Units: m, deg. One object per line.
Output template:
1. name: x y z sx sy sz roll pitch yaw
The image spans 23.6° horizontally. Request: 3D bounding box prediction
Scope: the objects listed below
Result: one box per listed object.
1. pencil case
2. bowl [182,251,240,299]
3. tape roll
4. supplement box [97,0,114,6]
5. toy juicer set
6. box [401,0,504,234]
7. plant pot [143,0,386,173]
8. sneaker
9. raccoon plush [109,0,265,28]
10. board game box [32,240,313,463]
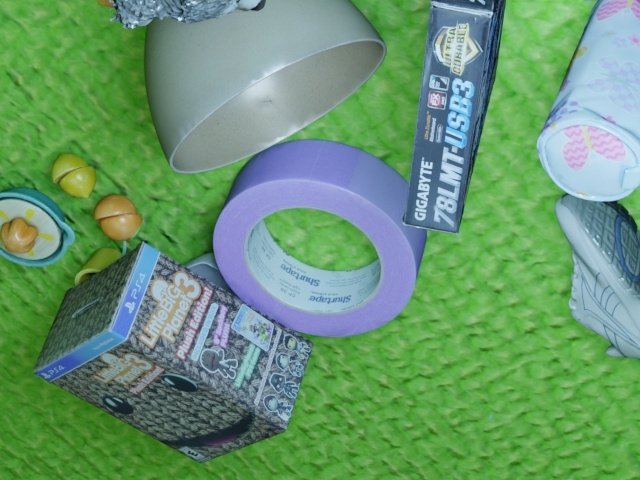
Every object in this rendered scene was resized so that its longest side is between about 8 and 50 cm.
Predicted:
1. pencil case: 0.326 -0.164 1.677 0.124 0.273 0.113 28 139 1
2. bowl: -0.153 0.080 2.183 0.142 0.053 0.142 -30 116 35
3. tape roll: 0.000 0.000 2.042 0.274 0.090 0.275 9 132 10
4. supplement box: -0.224 -0.382 1.780 0.078 0.080 0.233 9 135 12
5. toy juicer set: -0.402 -0.044 2.125 0.329 0.089 0.209 26 133 -6
6. box: 0.156 -0.209 1.668 0.073 0.293 0.295 11 133 8
7. plant pot: -0.091 -0.231 1.775 0.284 0.284 0.191 -37 77 38
8. sneaker: 0.367 0.059 1.974 0.129 0.111 0.297 -14 124 34
9. raccoon plush: -0.198 -0.419 1.564 0.446 0.299 0.216 39 146 -13
10. board game box: -0.202 0.162 2.109 0.291 0.141 0.232 32 146 -22
